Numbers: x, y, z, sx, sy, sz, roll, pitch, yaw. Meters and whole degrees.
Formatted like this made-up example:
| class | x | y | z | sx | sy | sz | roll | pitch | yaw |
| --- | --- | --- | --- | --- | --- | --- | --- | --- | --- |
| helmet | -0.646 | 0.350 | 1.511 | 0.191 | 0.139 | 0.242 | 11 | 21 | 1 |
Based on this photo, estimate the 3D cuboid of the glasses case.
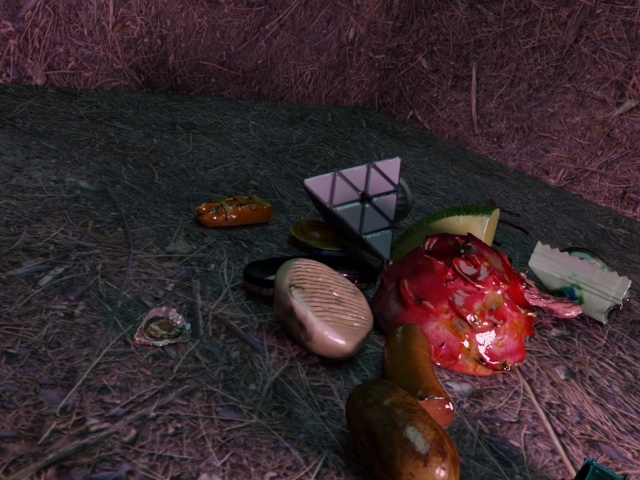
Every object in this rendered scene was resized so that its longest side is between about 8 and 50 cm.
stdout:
| class | x | y | z | sx | sy | sz | roll | pitch | yaw |
| --- | --- | --- | --- | --- | --- | --- | --- | --- | --- |
| glasses case | -0.019 | 0.082 | 1.509 | 0.321 | 0.082 | 0.122 | -2 | 16 | -25 |

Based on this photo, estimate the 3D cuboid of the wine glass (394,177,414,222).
| class | x | y | z | sx | sy | sz | roll | pitch | yaw |
| --- | --- | --- | --- | --- | --- | --- | --- | --- | --- |
| wine glass | 0.176 | -0.110 | 2.041 | 0.165 | 0.165 | 0.196 | 26 | 31 | 26 |

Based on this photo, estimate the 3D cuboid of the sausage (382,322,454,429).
| class | x | y | z | sx | sy | sz | roll | pitch | yaw |
| --- | --- | --- | --- | --- | --- | --- | --- | --- | --- |
| sausage | 0.169 | 0.247 | 1.221 | 0.108 | 0.109 | 0.270 | 12 | 22 | -6 |

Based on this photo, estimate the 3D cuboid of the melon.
| class | x | y | z | sx | sy | sz | roll | pitch | yaw |
| --- | --- | --- | --- | --- | --- | --- | --- | --- | --- |
| melon | 0.368 | 0.018 | 1.823 | 0.226 | 0.331 | 0.343 | 55 | 20 | 4 |

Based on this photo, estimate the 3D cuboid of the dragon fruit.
| class | x | y | z | sx | sy | sz | roll | pitch | yaw |
| --- | --- | --- | --- | --- | --- | --- | --- | --- | --- |
| dragon fruit | 0.312 | 0.113 | 1.473 | 0.370 | 0.249 | 0.386 | 24 | 25 | 11 |

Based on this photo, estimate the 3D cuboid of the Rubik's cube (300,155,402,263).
| class | x | y | z | sx | sy | sz | roll | pitch | yaw |
| --- | --- | --- | --- | --- | --- | --- | --- | --- | --- |
| Rubik's cube | 0.094 | -0.091 | 1.785 | 0.228 | 0.229 | 0.233 | 2 | 24 | 17 |

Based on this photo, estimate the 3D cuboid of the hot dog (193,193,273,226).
| class | x | y | z | sx | sy | sz | roll | pitch | yaw |
| --- | --- | --- | --- | --- | --- | --- | --- | --- | --- |
| hot dog | -0.237 | -0.084 | 1.807 | 0.109 | 0.072 | 0.269 | 28 | 24 | 36 |

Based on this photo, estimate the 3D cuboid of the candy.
| class | x | y | z | sx | sy | sz | roll | pitch | yaw |
| --- | --- | --- | --- | --- | --- | --- | --- | --- | --- |
| candy | 0.745 | 0.108 | 1.865 | 0.263 | 0.172 | 0.398 | 30 | 13 | 25 |

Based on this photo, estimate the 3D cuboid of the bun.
| class | x | y | z | sx | sy | sz | roll | pitch | yaw |
| --- | --- | --- | --- | --- | --- | --- | --- | --- | --- |
| bun | -0.001 | 0.146 | 1.330 | 0.210 | 0.116 | 0.237 | 4 | 46 | -42 |

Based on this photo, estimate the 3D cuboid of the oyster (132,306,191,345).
| class | x | y | z | sx | sy | sz | roll | pitch | yaw |
| --- | --- | --- | --- | --- | --- | --- | --- | --- | --- |
| oyster | -0.290 | 0.168 | 1.216 | 0.100 | 0.037 | 0.098 | 30 | 36 | -18 |

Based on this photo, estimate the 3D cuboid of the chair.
| class | x | y | z | sx | sy | sz | roll | pitch | yaw |
| --- | --- | --- | --- | --- | --- | --- | --- | --- | --- |
| chair | 0.532 | -0.039 | 2.085 | 0.213 | 0.174 | 0.149 | 22 | 23 | -12 |

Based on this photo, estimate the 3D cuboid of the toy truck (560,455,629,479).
| class | x | y | z | sx | sy | sz | roll | pitch | yaw |
| --- | --- | --- | --- | --- | --- | --- | --- | --- | --- |
| toy truck | 0.395 | 0.397 | 0.969 | 0.110 | 0.116 | 0.216 | 27 | 25 | 29 |

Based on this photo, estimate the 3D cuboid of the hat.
| class | x | y | z | sx | sy | sz | roll | pitch | yaw |
| --- | --- | --- | --- | --- | --- | --- | --- | --- | --- |
| hat | 0.513 | 0.126 | 1.726 | 0.286 | 0.107 | 0.236 | 12 | 5 | -21 |

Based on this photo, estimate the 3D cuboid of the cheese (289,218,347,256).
| class | x | y | z | sx | sy | sz | roll | pitch | yaw |
| --- | --- | --- | --- | --- | --- | --- | --- | --- | --- |
| cheese | 0.000 | 0.000 | 1.760 | 0.156 | 0.064 | 0.250 | 6 | 22 | -21 |

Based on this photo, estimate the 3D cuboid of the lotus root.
| class | x | y | z | sx | sy | sz | roll | pitch | yaw |
| --- | --- | --- | --- | --- | --- | --- | --- | --- | --- |
| lotus root | 0.125 | 0.308 | 0.976 | 0.128 | 0.145 | 0.260 | -36 | 37 | -10 |
